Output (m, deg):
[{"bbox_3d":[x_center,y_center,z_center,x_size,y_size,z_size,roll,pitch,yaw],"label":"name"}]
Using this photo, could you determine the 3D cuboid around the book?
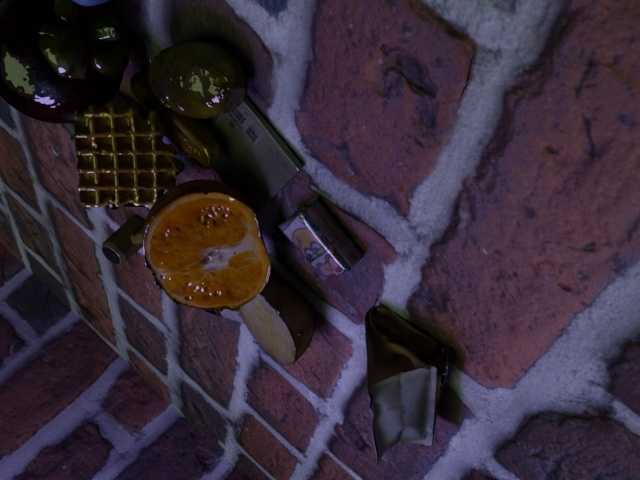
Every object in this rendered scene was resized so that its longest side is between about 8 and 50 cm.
[{"bbox_3d":[-0.155,-0.177,1.592,0.215,0.025,0.282,51,151,-4],"label":"book"}]

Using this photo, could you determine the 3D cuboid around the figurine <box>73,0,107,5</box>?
[{"bbox_3d":[-0.476,-0.528,1.432,0.263,0.162,0.143,25,136,20],"label":"figurine"}]

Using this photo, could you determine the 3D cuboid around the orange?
[{"bbox_3d":[-0.244,0.005,1.649,0.274,0.274,0.310,38,173,16],"label":"orange"}]

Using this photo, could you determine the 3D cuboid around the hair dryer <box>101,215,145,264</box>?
[{"bbox_3d":[-0.505,-0.006,2.192,0.278,0.135,0.090,-8,122,45],"label":"hair dryer"}]

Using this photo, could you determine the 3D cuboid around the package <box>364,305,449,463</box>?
[{"bbox_3d":[0.184,0.314,1.655,0.165,0.221,0.311,-2,135,4],"label":"package"}]

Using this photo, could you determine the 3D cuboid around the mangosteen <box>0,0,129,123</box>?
[{"bbox_3d":[-0.530,-0.385,1.586,0.300,0.300,0.300,34,149,24],"label":"mangosteen"}]

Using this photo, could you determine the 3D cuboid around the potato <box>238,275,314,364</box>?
[{"bbox_3d":[-0.104,0.175,1.873,0.239,0.116,0.299,46,155,10],"label":"potato"}]

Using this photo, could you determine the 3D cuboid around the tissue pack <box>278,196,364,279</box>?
[{"bbox_3d":[0.000,0.000,1.561,0.155,0.065,0.115,51,152,-7],"label":"tissue pack"}]

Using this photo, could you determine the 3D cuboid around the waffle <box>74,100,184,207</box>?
[{"bbox_3d":[-0.393,-0.178,1.593,0.057,0.219,0.229,-109,22,-60],"label":"waffle"}]

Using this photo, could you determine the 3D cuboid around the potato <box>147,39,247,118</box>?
[{"bbox_3d":[-0.235,-0.302,1.449,0.251,0.113,0.149,18,131,45],"label":"potato"}]

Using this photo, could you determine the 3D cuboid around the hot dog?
[{"bbox_3d":[-0.307,-0.261,1.634,0.289,0.068,0.083,46,139,23],"label":"hot dog"}]

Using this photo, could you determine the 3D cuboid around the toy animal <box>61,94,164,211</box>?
[{"bbox_3d":[-0.450,-0.175,1.794,0.303,0.194,0.344,61,171,-28],"label":"toy animal"}]

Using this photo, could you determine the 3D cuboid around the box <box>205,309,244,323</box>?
[{"bbox_3d":[-0.258,0.138,2.080,0.259,0.071,0.168,7,132,49],"label":"box"}]
